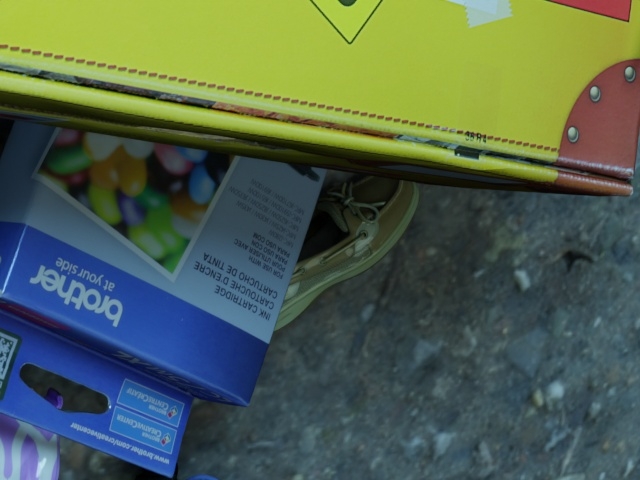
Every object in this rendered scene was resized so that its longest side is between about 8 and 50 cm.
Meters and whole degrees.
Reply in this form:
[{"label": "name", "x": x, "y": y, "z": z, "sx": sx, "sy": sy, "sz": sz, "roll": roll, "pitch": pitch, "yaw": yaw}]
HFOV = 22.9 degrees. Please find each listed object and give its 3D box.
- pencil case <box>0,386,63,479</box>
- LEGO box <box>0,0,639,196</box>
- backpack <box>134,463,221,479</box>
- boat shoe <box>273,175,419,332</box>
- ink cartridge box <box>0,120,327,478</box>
[{"label": "pencil case", "x": -0.245, "y": 0.115, "z": 0.903, "sx": 0.206, "sy": 0.086, "sz": 0.088, "roll": 12, "pitch": 103, "yaw": -37}, {"label": "LEGO box", "x": -0.067, "y": -0.234, "z": 0.734, "sx": 0.500, "sy": 0.193, "sz": 0.373, "roll": 8, "pitch": 89, "yaw": -36}, {"label": "backpack", "x": -0.057, "y": 0.321, "z": 1.020, "sx": 0.263, "sy": 0.276, "sz": 0.213, "roll": -51, "pitch": 146, "yaw": -13}, {"label": "boat shoe", "x": -0.001, "y": -0.001, "z": 1.037, "sx": 0.153, "sy": 0.056, "sz": 0.048, "roll": -37, "pitch": 132, "yaw": -6}, {"label": "ink cartridge box", "x": -0.087, "y": -0.034, "z": 0.896, "sx": 0.185, "sy": 0.065, "sz": 0.311, "roll": 30, "pitch": 74, "yaw": -39}]
